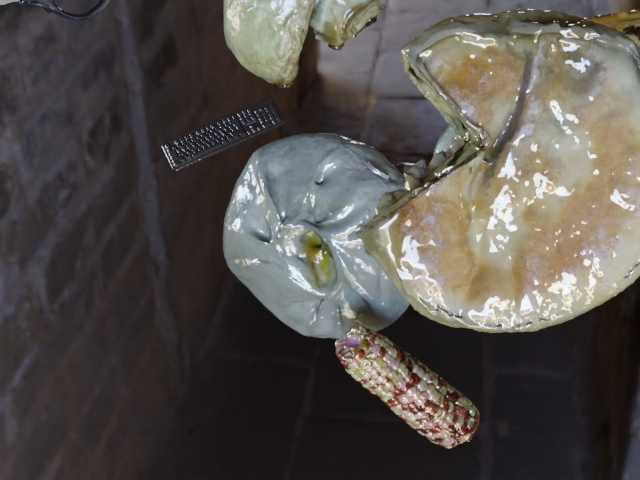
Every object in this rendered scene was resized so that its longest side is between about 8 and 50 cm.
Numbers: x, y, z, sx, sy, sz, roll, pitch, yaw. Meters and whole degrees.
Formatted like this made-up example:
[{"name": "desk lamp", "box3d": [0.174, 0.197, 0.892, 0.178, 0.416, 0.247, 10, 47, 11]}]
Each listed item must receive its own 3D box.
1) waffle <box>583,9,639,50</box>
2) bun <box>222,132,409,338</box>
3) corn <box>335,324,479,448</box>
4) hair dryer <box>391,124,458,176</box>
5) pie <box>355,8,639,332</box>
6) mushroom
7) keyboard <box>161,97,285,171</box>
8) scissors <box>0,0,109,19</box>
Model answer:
[{"name": "waffle", "box3d": [0.436, -0.205, 1.708, 0.212, 0.308, 0.091, -10, 56, -9]}, {"name": "bun", "box3d": [-0.006, 0.001, 1.830, 0.354, 0.355, 0.194, 9, 20, 16]}, {"name": "corn", "box3d": [0.138, 0.223, 1.739, 0.092, 0.280, 0.092, -35, 31, 25]}, {"name": "hair dryer", "box3d": [0.240, -0.103, 1.921, 0.225, 0.219, 0.088, -47, 18, -10]}, {"name": "pie", "box3d": [0.200, -0.062, 1.104, 0.337, 0.338, 0.075, -5, 5, -5]}, {"name": "mushroom", "box3d": [-0.029, -0.361, 1.547, 0.189, 0.164, 0.267, 41, 66, 21]}, {"name": "keyboard", "box3d": [-0.122, -0.135, 1.435, 0.155, 0.010, 0.053, -25, 54, -8]}, {"name": "scissors", "box3d": [-0.408, -0.323, 1.488, 0.300, 0.109, 0.022, -21, 22, -34]}]
